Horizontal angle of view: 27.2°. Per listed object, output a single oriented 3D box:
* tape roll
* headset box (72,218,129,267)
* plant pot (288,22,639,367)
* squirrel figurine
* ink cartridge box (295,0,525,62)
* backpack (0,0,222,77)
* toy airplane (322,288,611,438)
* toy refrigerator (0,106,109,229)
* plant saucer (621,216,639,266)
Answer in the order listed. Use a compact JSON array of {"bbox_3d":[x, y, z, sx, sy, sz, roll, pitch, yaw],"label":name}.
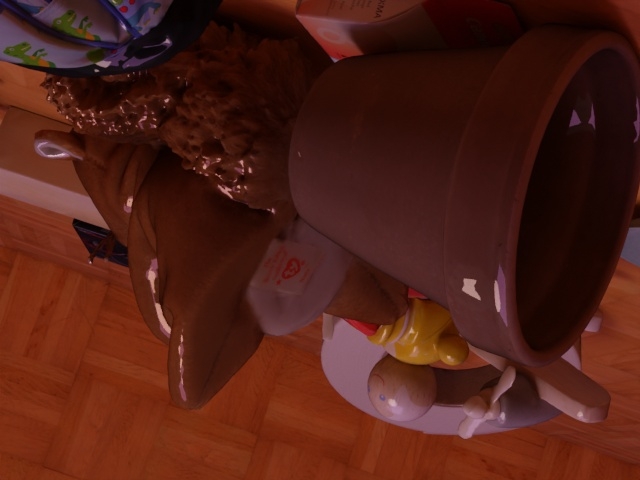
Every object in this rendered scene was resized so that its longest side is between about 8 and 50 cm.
[{"bbox_3d":[0.194,0.166,1.969,0.392,0.072,0.392,5,142,4],"label":"tape roll"},{"bbox_3d":[-0.277,-0.012,2.189,0.218,0.110,0.293,18,168,-1],"label":"headset box"},{"bbox_3d":[0.108,-0.055,1.056,0.229,0.263,0.263,16,169,31],"label":"plant pot"},{"bbox_3d":[-0.133,-0.087,1.355,0.370,0.281,0.397,40,147,43],"label":"squirrel figurine"},{"bbox_3d":[0.086,-0.161,1.106,0.179,0.045,0.145,16,169,25],"label":"ink cartridge box"},{"bbox_3d":[-0.260,-0.243,0.845,0.290,0.273,0.355,20,158,27],"label":"backpack"},{"bbox_3d":[0.157,0.102,1.633,0.384,0.272,0.386,28,-175,2],"label":"toy airplane"},{"bbox_3d":[-0.335,-0.089,1.897,0.269,0.102,0.094,18,154,1],"label":"toy refrigerator"},{"bbox_3d":[0.403,0.007,1.409,0.195,0.037,0.195,18,169,4],"label":"plant saucer"}]
